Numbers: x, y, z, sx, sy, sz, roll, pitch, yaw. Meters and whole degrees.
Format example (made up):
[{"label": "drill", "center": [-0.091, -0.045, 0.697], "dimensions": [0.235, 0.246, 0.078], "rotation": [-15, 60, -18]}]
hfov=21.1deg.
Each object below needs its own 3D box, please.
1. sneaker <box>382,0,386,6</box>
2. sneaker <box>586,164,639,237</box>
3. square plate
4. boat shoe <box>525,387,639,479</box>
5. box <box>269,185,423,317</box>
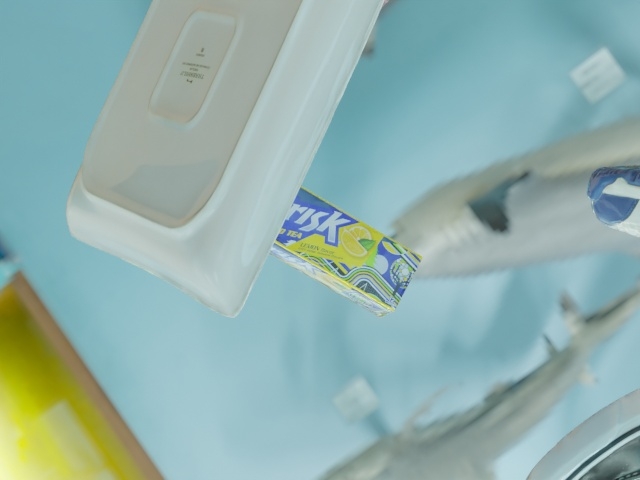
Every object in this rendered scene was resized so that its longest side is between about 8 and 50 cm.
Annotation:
[{"label": "sneaker", "center": [0.031, -0.268, 1.569], "dimensions": [0.299, 0.112, 0.121], "rotation": [-46, -178, 46]}, {"label": "sneaker", "center": [0.319, 0.026, 1.230], "dimensions": [0.112, 0.296, 0.131], "rotation": [-14, 117, -54]}, {"label": "square plate", "center": [-0.088, -0.135, 1.414], "dimensions": [0.347, 0.049, 0.344], "rotation": [21, -93, 58]}, {"label": "boat shoe", "center": [0.334, 0.175, 1.473], "dimensions": [0.335, 0.119, 0.121], "rotation": [-31, 154, 18]}, {"label": "box", "center": [0.000, 0.000, 1.501], "dimensions": [0.059, 0.169, 0.054], "rotation": [-61, -176, -14]}]
